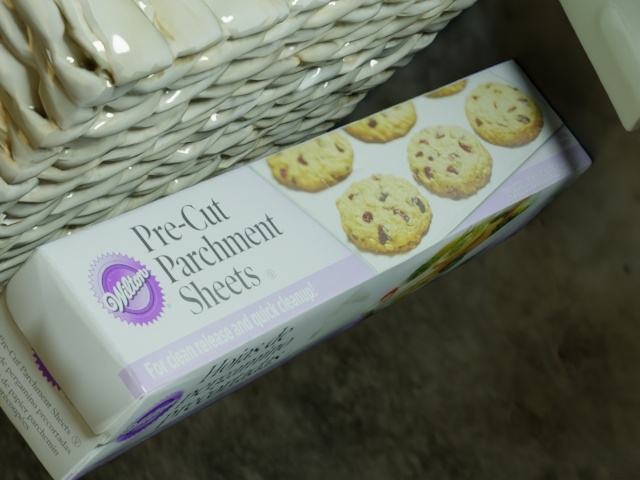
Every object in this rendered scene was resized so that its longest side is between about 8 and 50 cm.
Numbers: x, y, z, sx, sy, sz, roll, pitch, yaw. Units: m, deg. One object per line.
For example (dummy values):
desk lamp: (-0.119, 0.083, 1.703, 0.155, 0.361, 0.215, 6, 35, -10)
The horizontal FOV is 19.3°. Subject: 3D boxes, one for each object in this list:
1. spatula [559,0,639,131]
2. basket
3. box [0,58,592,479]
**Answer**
spatula: (0.172, -0.054, 0.699, 0.168, 0.019, 0.242, -50, 57, 49)
basket: (-0.123, -0.164, 0.779, 0.266, 0.328, 0.331, -34, 85, 44)
box: (0.000, 0.000, 0.746, 0.067, 0.324, 0.063, 52, 128, 11)
